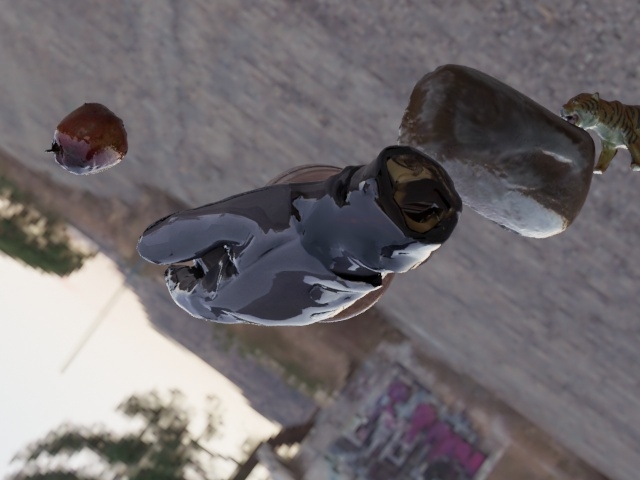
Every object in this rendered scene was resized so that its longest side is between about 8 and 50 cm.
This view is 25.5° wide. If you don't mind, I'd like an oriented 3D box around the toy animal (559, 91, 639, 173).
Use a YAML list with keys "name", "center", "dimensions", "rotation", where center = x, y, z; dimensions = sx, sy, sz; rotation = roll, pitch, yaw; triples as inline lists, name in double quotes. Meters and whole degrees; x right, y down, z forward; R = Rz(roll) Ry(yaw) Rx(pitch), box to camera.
- name: "toy animal"
  center: [0.412, -0.131, 1.803]
  dimensions: [0.241, 0.099, 0.057]
  rotation: [4, 171, -24]

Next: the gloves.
- name: "gloves"
  center: [-0.027, 0.001, 1.004]
  dimensions: [0.142, 0.119, 0.285]
  rotation: [22, 161, -33]

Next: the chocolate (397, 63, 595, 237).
- name: "chocolate"
  center: [0.218, -0.107, 1.633]
  dimensions: [0.254, 0.157, 0.080]
  rotation: [24, 163, -24]

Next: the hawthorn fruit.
- name: "hawthorn fruit"
  center: [-0.232, -0.100, 1.423]
  dimensions: [0.077, 0.077, 0.077]
  rotation: [37, 176, 3]

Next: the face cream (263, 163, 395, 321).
- name: "face cream"
  center: [0.000, 0.000, 1.391]
  dimensions: [0.149, 0.149, 0.104]
  rotation: [37, -178, -8]
